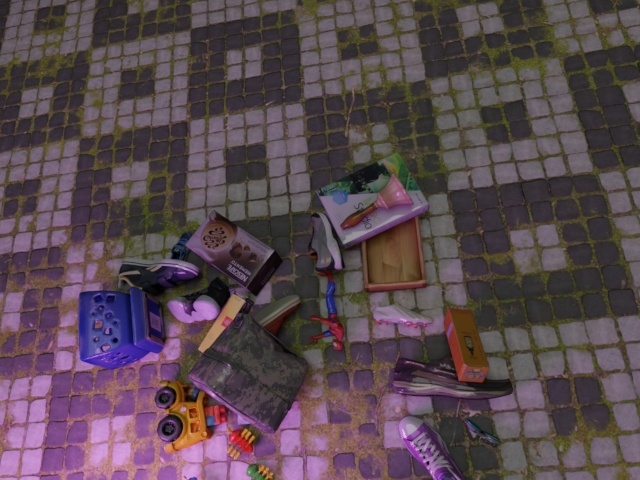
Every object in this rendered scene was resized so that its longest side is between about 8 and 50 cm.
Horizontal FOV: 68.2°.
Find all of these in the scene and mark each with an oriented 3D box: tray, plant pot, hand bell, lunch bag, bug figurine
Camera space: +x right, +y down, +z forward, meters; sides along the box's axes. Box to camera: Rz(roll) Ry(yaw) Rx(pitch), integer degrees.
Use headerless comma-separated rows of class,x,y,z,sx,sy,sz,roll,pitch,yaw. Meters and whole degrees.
tray,0.245,-0.032,1.653,0.203,0.076,0.410,-5,69,9
plant pot,-0.670,0.293,1.622,0.212,0.236,0.235,-13,68,-2
hand bell,0.169,-0.109,1.554,0.242,0.126,0.126,-32,68,10
lunch bag,-0.203,0.400,1.444,0.213,0.305,0.256,-1,48,56
bug figurine,-0.281,0.736,1.471,0.216,0.072,0.279,42,77,14

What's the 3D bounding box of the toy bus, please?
toy bus,-0.415,0.551,1.533,0.212,0.149,0.220,-12,66,-8

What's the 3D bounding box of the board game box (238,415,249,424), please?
board game box,-0.227,0.554,1.554,0.090,0.020,0.090,-8,68,8

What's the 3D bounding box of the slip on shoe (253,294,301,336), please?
slip on shoe,-0.190,0.307,1.601,0.331,0.123,0.101,-43,103,-13

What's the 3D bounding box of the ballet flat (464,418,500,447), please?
ballet flat,0.475,0.579,1.410,0.114,0.041,0.041,30,78,19

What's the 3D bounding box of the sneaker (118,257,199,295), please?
sneaker,-0.590,0.138,1.716,0.322,0.126,0.127,0,66,22

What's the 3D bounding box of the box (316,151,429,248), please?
box,0.177,-0.140,1.634,0.322,0.058,0.232,-25,68,-1

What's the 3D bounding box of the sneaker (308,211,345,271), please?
sneaker,0.000,0.000,1.633,0.108,0.100,0.271,-17,45,-1

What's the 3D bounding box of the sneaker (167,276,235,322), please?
sneaker,-0.415,0.208,1.669,0.269,0.101,0.153,-8,26,39

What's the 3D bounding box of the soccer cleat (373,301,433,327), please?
soccer cleat,0.271,0.242,1.554,0.197,0.068,0.076,3,68,14

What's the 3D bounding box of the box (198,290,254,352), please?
box,-0.322,0.292,1.631,0.058,0.087,0.232,28,76,18

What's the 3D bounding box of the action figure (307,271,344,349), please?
action figure,0.002,0.237,1.591,0.139,0.091,0.280,-13,68,-2

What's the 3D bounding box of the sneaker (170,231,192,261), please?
sneaker,-0.523,0.030,1.776,0.053,0.059,0.144,8,71,15

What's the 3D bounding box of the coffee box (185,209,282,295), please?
coffee box,-0.309,0.045,1.699,0.297,0.119,0.168,33,78,19

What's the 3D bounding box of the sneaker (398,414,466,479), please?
sneaker,0.330,0.624,1.354,0.102,0.161,0.282,-40,67,-4

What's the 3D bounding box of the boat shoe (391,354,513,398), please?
boat shoe,0.395,0.411,1.434,0.356,0.132,0.130,1,71,9

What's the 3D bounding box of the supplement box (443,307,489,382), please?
supplement box,0.435,0.311,1.424,0.078,0.080,0.233,6,34,-2
